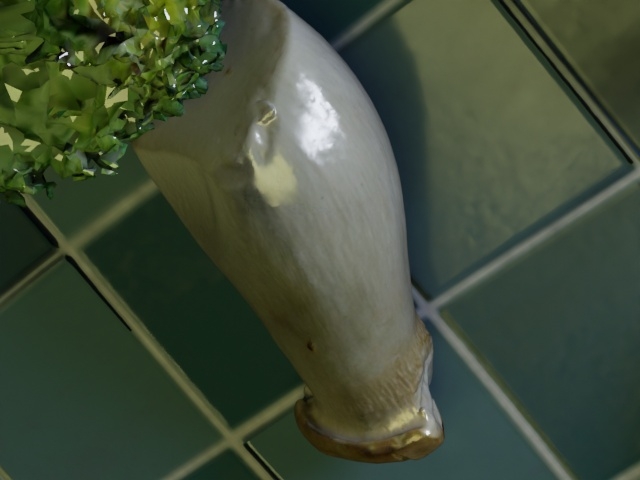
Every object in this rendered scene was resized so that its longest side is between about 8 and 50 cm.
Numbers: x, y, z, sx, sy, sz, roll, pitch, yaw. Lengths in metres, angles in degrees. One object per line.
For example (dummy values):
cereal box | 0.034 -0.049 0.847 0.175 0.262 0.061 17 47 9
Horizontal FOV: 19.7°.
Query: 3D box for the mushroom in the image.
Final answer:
mushroom | 0.000 0.000 0.837 0.116 0.093 0.225 -10 123 43

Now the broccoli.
broccoli | -0.148 -0.090 0.753 0.219 0.194 0.194 7 116 31
